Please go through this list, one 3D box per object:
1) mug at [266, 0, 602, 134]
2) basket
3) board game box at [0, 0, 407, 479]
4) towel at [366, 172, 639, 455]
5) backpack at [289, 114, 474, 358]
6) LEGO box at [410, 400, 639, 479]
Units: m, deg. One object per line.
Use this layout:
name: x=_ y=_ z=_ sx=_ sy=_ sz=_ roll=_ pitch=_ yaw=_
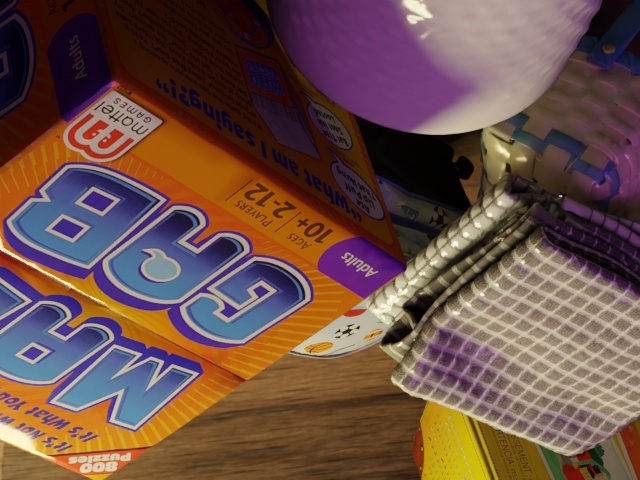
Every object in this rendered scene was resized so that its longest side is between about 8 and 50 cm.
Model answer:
mug: x=0.146 y=-0.305 z=1.487 sx=0.374 sy=0.276 sz=0.328 roll=-39 pitch=167 yaw=-22
basket: x=0.275 y=-0.116 z=1.851 sx=0.289 sy=0.201 sz=0.255 roll=-43 pitch=151 yaw=-32
board game box: x=-0.208 y=-0.080 z=1.572 sx=0.356 sy=0.356 sz=0.356 roll=-35 pitch=139 yaw=21
towel: x=0.218 y=0.078 z=1.755 sx=0.283 sy=0.121 sz=0.235 roll=23 pitch=133 yaw=-29
backpack: x=0.000 y=0.000 z=1.891 sx=0.263 sy=0.213 sz=0.276 roll=-31 pitch=144 yaw=31
LEGO box: x=0.364 y=0.369 z=2.234 sx=0.372 sy=0.500 sz=0.193 roll=-3 pitch=138 yaw=-18
